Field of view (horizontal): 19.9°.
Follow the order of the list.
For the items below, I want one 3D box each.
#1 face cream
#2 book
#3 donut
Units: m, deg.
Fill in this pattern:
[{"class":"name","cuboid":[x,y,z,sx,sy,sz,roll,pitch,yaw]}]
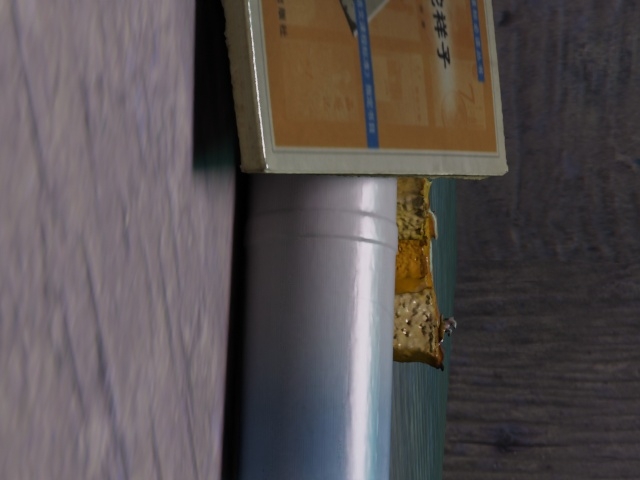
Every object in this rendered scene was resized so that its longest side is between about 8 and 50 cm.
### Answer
[{"class":"face cream","cuboid":[0.000,0.000,0.906,0.077,0.077,0.250,59,31,-78]},{"class":"book","cuboid":[0.025,-0.113,0.872,0.241,0.018,0.170,-4,88,-59]},{"class":"donut","cuboid":[0.068,0.019,1.537,0.146,0.078,0.181,-53,137,-80]}]
